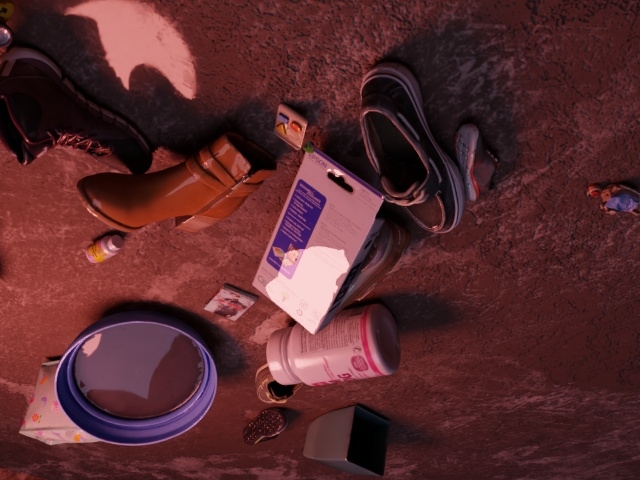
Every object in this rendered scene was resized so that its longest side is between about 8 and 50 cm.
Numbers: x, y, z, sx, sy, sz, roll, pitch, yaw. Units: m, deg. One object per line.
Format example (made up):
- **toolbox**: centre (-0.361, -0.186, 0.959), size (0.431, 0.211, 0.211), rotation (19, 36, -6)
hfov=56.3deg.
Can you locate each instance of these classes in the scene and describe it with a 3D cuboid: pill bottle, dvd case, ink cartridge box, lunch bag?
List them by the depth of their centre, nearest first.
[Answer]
- **ink cartridge box**: centre (0.000, 0.000, 1.059), size (0.165, 0.065, 0.332), rotation (38, 128, 17)
- **pill bottle**: centre (-0.453, 0.016, 1.259), size (0.083, 0.043, 0.043), rotation (-23, 133, 31)
- **pill bottle**: centre (0.028, 0.249, 1.387), size (0.283, 0.160, 0.160), rotation (-15, 137, 26)
- **dvd case**: centre (-0.214, 0.148, 1.414), size (0.087, 0.013, 0.119), rotation (25, 137, -22)
- **lunch bag**: centre (-0.673, 0.450, 1.691), size (0.262, 0.223, 0.160), rotation (-9, 145, 16)

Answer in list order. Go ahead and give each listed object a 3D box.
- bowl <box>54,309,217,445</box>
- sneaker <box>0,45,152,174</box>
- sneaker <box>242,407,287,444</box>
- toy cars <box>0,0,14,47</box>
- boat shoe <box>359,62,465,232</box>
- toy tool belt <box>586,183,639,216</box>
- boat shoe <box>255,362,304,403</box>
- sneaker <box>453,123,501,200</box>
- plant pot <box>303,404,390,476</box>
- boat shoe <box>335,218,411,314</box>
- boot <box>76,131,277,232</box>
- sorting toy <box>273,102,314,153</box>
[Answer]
- **bowl**: centre (-0.459, 0.348, 1.520), size (0.391, 0.077, 0.391), rotation (-5, 117, -10)
- **sneaker**: centre (-0.403, -0.155, 0.943), size (0.106, 0.162, 0.281), rotation (-23, 132, 32)
- **sneaker**: centre (-0.163, 0.598, 1.938), size (0.097, 0.084, 0.235), rotation (6, 150, -39)
- **toy cars**: centre (-0.583, -0.231, 0.857), size (0.394, 0.176, 0.087), rotation (-19, 167, 29)
- **boat shoe**: centre (0.132, -0.111, 0.941), size (0.121, 0.119, 0.335), rotation (-2, 138, 35)
- **toy tool belt**: centre (0.498, -0.067, 1.009), size (0.083, 0.051, 0.052), rotation (9, 141, -2)
- **boat shoe**: centre (-0.112, 0.386, 1.633), size (0.109, 0.091, 0.305), rotation (18, 140, -14)
- **sneaker**: centre (0.259, -0.134, 0.972), size (0.065, 0.061, 0.158), rotation (-21, 142, -1)
- **plant pot**: centre (0.066, 0.629, 1.861), size (0.166, 0.165, 0.234), rotation (35, 141, -31)
- **boat shoe**: centre (0.060, 0.072, 1.184), size (0.116, 0.123, 0.324), rotation (2, 148, -40)
- **boot**: centre (-0.225, -0.098, 0.983), size (0.220, 0.109, 0.283), rotation (-32, 150, 29)
- **sorting toy**: centre (-0.040, -0.174, 0.956), size (0.083, 0.012, 0.062), rotation (37, 140, 13)
